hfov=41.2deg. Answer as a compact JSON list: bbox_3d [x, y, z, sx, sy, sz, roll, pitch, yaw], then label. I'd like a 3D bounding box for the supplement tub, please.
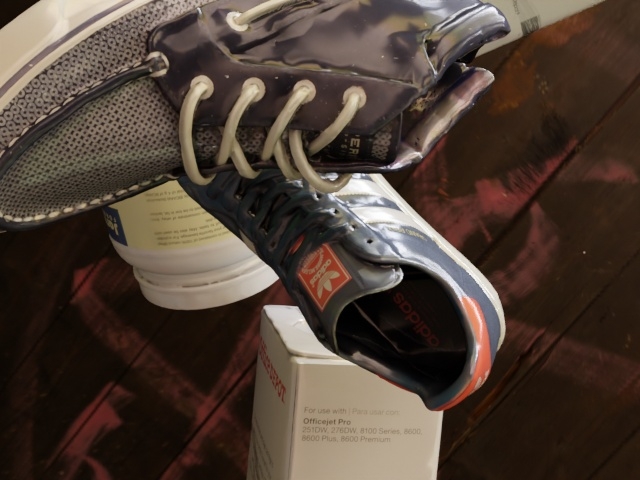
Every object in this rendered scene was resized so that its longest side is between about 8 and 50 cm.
[{"bbox_3d":[-0.162,-0.104,1.040,0.235,0.235,0.325,-2,-64,17],"label":"supplement tub"}]

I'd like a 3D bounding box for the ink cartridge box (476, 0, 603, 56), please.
[{"bbox_3d":[0.200,-0.352,1.034,0.289,0.211,0.122,-23,-135,2],"label":"ink cartridge box"}]

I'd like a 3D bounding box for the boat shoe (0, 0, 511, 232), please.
[{"bbox_3d":[-0.042,-0.080,0.483,0.340,0.127,0.158,-38,-114,-22],"label":"boat shoe"}]

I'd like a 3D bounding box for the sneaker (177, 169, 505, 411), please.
[{"bbox_3d":[0.000,0.000,0.672,0.350,0.148,0.131,36,-66,0],"label":"sneaker"}]

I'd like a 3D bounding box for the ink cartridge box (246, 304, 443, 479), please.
[{"bbox_3d":[0.009,0.293,0.972,0.166,0.285,0.395,4,-84,-11],"label":"ink cartridge box"}]
